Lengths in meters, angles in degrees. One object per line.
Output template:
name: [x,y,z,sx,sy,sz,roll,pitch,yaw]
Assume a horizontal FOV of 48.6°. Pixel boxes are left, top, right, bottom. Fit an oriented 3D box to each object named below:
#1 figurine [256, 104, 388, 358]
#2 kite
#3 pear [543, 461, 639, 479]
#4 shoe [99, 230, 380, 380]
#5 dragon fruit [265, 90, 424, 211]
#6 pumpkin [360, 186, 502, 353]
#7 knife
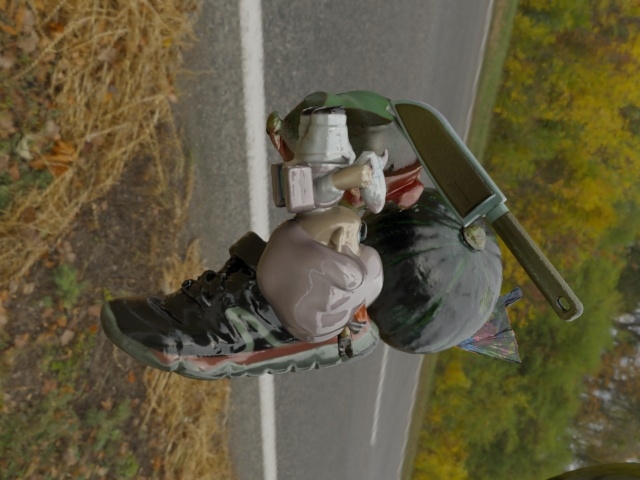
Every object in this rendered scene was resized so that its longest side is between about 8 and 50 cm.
figurine: [0.000,0.000,0.609,0.137,0.112,0.228,-158,-114,-63]
kite: [0.323,0.144,1.445,0.234,0.016,0.321,-27,104,-23]
pear: [0.267,0.335,0.521,0.352,0.413,0.352,-46,-160,22]
shoe: [-0.072,0.060,0.723,0.114,0.291,0.137,-145,-124,-66]
dragon fruit: [0.052,-0.152,1.141,0.295,0.269,0.130,-111,-164,-56]
pumpkin: [0.199,0.044,1.280,0.238,0.315,0.315,-38,-164,45]
knife: [0.186,-0.044,0.842,0.061,0.343,0.027,-40,163,26]
